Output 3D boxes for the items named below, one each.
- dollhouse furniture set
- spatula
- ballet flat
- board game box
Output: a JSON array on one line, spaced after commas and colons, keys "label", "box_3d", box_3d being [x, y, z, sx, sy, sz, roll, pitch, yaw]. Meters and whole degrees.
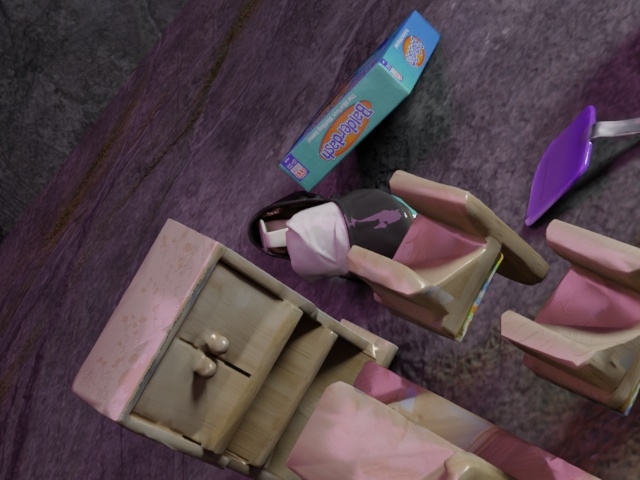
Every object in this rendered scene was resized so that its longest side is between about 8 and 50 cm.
[{"label": "dollhouse furniture set", "box_3d": [0.044, 0.158, 0.828, 0.394, 0.256, 0.362, 24, 82, 44]}, {"label": "spatula", "box_3d": [0.261, -0.098, 0.866, 0.296, 0.030, 0.084, -30, 34, 45]}, {"label": "ballet flat", "box_3d": [0.000, 0.000, 1.142, 0.280, 0.096, 0.095, -177, 75, -67]}, {"label": "board game box", "box_3d": [0.047, -0.155, 1.226, 0.160, 0.047, 0.210, -43, 8, 29]}]
